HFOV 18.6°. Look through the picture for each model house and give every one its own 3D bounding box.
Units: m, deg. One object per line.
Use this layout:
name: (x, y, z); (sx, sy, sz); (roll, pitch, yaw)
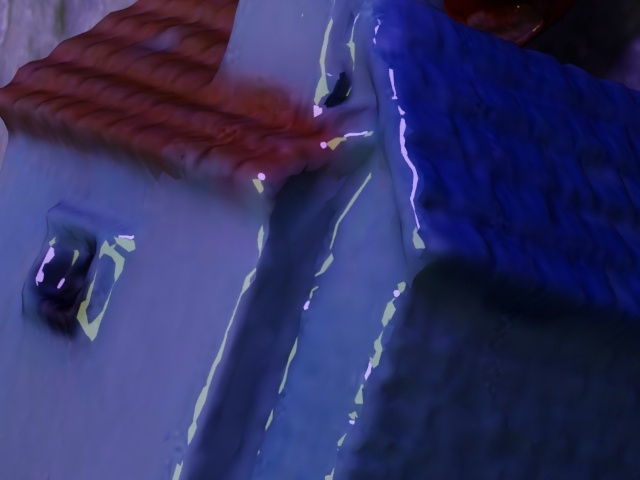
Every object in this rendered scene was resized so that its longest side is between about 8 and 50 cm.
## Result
model house: (0.000, 0.000, 0.766); (0.295, 0.252, 0.329); (17, 96, 51)

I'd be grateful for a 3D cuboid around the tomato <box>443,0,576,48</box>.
tomato: (0.033, -0.189, 0.815); (0.233, 0.139, 0.200); (20, 124, 18)
